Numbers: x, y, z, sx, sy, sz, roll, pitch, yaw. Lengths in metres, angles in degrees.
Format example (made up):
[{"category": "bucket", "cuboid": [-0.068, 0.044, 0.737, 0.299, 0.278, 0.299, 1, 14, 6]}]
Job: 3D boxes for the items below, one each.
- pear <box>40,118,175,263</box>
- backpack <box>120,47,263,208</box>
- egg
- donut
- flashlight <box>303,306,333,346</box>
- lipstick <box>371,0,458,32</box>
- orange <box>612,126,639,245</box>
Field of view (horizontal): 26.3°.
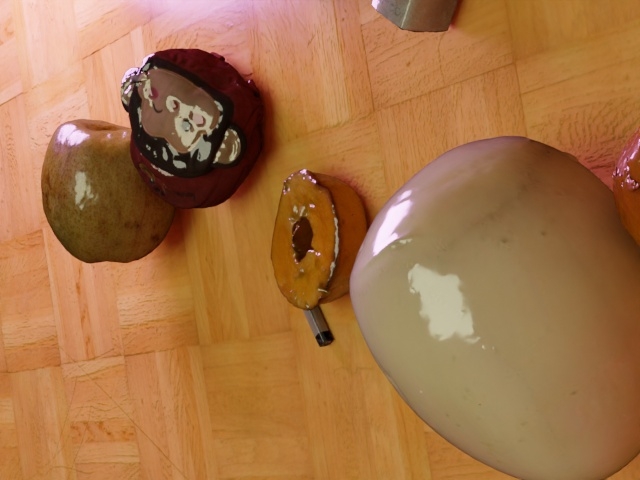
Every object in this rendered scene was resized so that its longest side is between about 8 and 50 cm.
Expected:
[{"category": "pear", "cuboid": [-0.321, -0.071, 2.055, 0.228, 0.188, 0.211, 18, 105, 51]}, {"category": "backpack", "cuboid": [-0.176, -0.149, 1.897, 0.229, 0.139, 0.229, 11, 109, 34]}, {"category": "egg", "cuboid": [0.187, 0.068, 1.299, 0.345, 0.283, 0.283, 55, 137, 15]}, {"category": "donut", "cuboid": [0.000, 0.000, 1.732, 0.162, 0.065, 0.178, 50, 134, 45]}, {"category": "flashlight", "cuboid": [-0.008, 0.100, 1.793, 0.018, 0.018, 0.083, -50, 56, 44]}, {"category": "lipstick", "cuboid": [0.132, -0.354, 1.478, 0.079, 0.077, 0.252, 45, 130, 41]}, {"category": "orange", "cuboid": [0.340, -0.060, 1.149, 0.161, 0.193, 0.193, 45, 134, 8]}]
